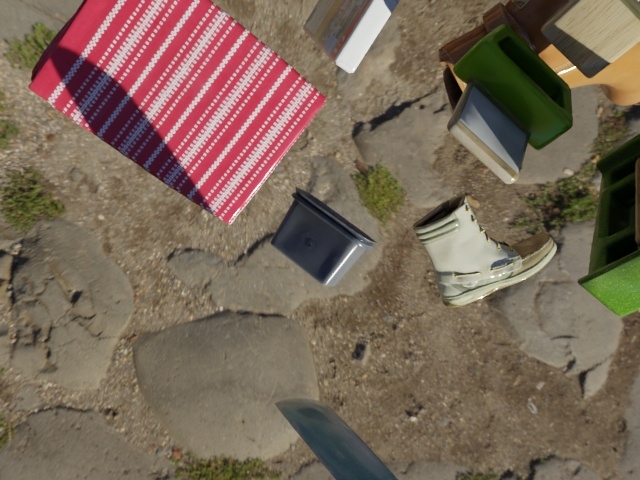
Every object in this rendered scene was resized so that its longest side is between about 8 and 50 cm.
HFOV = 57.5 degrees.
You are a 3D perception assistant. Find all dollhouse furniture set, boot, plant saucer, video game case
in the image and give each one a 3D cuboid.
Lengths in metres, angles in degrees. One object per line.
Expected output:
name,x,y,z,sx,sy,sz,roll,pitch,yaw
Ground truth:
dollhouse furniture set,0.238,-0.122,0.330,0.197,0.151,0.301,40,136,-8
boot,0.245,-0.176,0.601,0.220,0.283,0.109,-34,67,12
plant saucer,0.071,0.276,0.595,0.044,0.317,0.317,-39,102,-13
video game case,0.057,-0.307,0.661,0.025,0.285,0.204,28,109,-20
boot,0.271,-0.004,0.961,0.213,0.077,0.165,-26,104,-2

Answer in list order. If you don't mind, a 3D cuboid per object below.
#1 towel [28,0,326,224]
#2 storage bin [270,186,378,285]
towel,-0.157,-0.170,0.657,0.275,0.031,0.199,36,100,-17
storage bin,0.000,0.000,0.842,0.135,0.098,0.091,38,97,17
